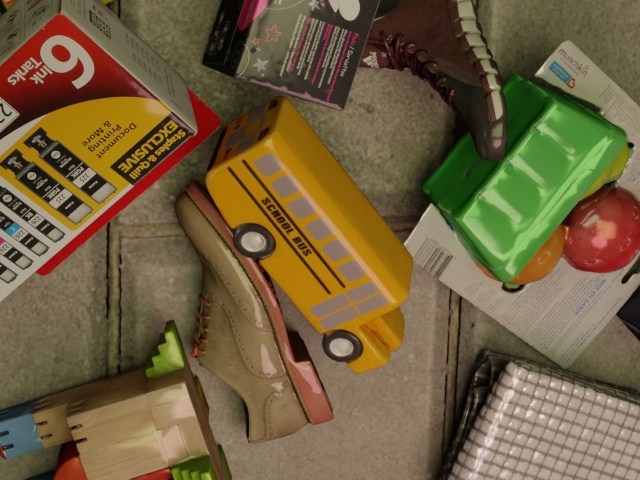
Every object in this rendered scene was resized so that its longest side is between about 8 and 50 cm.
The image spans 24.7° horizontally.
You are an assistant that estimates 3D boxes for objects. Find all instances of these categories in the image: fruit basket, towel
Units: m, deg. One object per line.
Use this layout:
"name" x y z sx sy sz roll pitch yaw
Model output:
"fruit basket" 0.307 -0.038 1.849 0.353 0.165 0.327 33 98 -40
"towel" 0.301 0.283 1.918 0.284 0.121 0.235 18 100 -18

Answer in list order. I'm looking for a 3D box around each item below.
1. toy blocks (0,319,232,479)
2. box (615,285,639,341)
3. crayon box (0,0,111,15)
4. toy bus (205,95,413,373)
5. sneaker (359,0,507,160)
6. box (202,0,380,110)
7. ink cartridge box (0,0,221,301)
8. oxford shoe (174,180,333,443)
"toy blocks" -0.243 0.318 1.758 0.261 0.191 0.381 -17 106 0
"box" 0.492 0.132 1.916 0.093 0.156 0.158 -44 109 -2
"crayon box" -0.241 -0.344 1.596 0.278 0.165 0.081 -30 68 -8
"toy bus" 0.000 0.000 1.698 0.130 0.108 0.332 -27 118 25
"sneaker" 0.119 -0.199 1.723 0.163 0.281 0.106 -13 149 -1
"box" -0.019 -0.291 1.676 0.142 0.163 0.247 17 96 -21
"ink cartridge box" -0.295 -0.092 1.596 0.309 0.130 0.272 -40 122 15
"oxford shoe" -0.107 0.097 1.761 0.130 0.123 0.348 -26 105 -1
